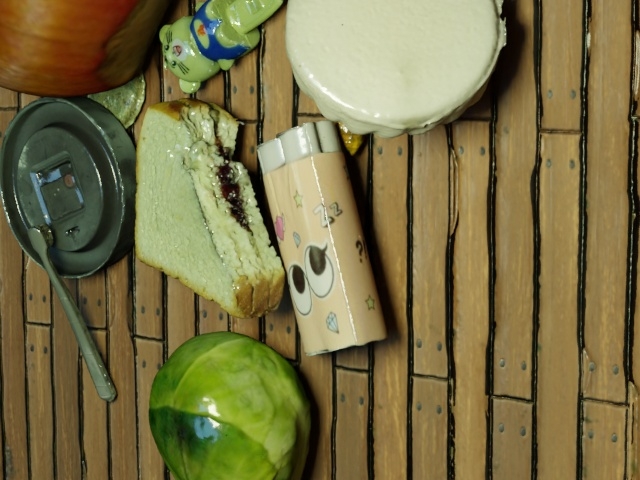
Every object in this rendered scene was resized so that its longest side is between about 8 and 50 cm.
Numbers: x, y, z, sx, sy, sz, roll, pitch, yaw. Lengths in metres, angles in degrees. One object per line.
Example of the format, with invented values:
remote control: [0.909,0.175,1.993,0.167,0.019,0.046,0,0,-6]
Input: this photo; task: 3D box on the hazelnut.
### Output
hazelnut: [-0.373,-0.365,2.091,0.366,0.366,0.365,6,99,37]

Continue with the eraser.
eraser: [0.000,0.000,1.988,0.171,0.087,0.290,-20,82,63]

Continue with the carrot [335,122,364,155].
carrot: [0.015,-0.265,1.979,0.066,0.066,0.314,-9,94,38]

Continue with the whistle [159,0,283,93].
whistle: [-0.138,-0.285,2.077,0.227,0.085,0.105,-27,83,37]

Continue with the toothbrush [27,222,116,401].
toothbrush: [-0.372,0.111,2.299,0.030,0.030,0.297,-9,107,40]

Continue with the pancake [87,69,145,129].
pancake: [-0.304,-0.220,2.254,0.116,0.023,0.129,45,120,24]

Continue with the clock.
clock: [-0.376,-0.082,2.294,0.281,0.055,0.280,11,108,37]

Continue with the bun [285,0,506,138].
bun: [0.086,-0.229,1.855,0.263,0.263,0.175,59,169,16]

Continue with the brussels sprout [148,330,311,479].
brussels sprout: [-0.117,0.263,2.065,0.219,0.210,0.271,2,112,43]

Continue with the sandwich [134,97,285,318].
sandwich: [-0.151,-0.051,2.069,0.288,0.100,0.254,29,114,49]
